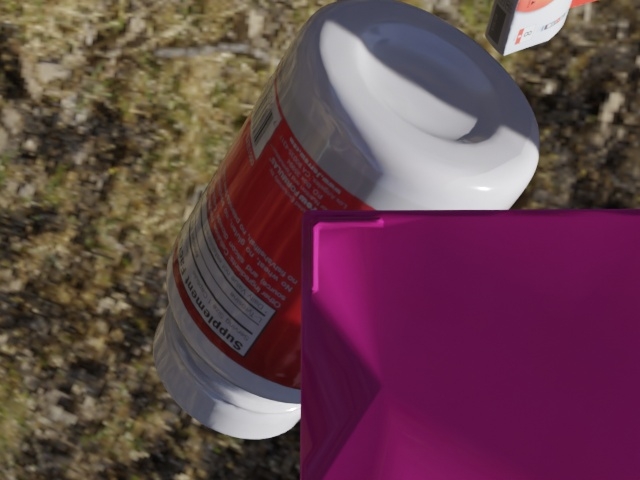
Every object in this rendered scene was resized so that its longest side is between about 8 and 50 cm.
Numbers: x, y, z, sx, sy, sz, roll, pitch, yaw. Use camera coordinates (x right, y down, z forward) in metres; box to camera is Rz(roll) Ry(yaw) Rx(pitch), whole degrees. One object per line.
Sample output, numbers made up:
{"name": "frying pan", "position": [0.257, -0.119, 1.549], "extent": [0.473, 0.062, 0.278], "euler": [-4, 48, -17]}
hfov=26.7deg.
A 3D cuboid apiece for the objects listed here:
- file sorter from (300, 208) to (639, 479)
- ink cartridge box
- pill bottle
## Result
{"name": "file sorter", "position": [0.142, 0.090, 0.828], "extent": [0.182, 0.290, 0.202], "euler": [39, 52, -82]}
{"name": "ink cartridge box", "position": [0.271, -0.283, 1.447], "extent": [0.179, 0.045, 0.145], "euler": [-18, 145, -22]}
{"name": "pill bottle", "position": [0.000, 0.000, 1.218], "extent": [0.229, 0.229, 0.408], "euler": [-12, 149, -41]}
